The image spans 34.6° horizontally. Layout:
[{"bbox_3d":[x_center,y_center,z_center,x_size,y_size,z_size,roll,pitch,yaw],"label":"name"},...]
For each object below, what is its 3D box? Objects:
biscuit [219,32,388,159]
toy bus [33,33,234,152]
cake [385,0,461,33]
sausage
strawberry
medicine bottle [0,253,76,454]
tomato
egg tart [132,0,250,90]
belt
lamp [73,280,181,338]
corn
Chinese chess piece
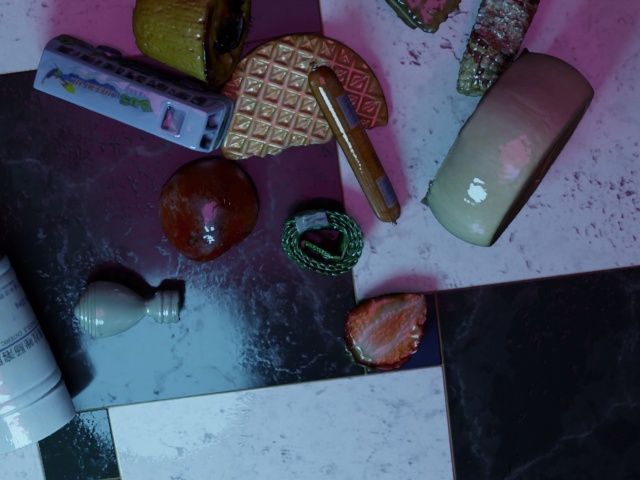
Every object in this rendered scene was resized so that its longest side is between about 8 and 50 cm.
[{"bbox_3d":[-0.044,-0.261,1.820,0.309,0.040,0.205,-12,104,2],"label":"biscuit"},{"bbox_3d":[-0.319,-0.249,1.764,0.329,0.136,0.109,21,105,0],"label":"toy bus"},{"bbox_3d":[0.157,-0.508,1.634,0.255,0.290,0.282,-43,102,10],"label":"cake"},{"bbox_3d":[0.063,-0.166,1.805,0.053,0.053,0.348,-26,117,5],"label":"sausage"},{"bbox_3d":[0.118,0.158,1.907,0.187,0.082,0.146,-42,106,2],"label":"strawberry"},{"bbox_3d":[-0.587,0.209,1.850,0.190,0.190,0.332,-20,103,4],"label":"medicine bottle"},{"bbox_3d":[-0.207,-0.049,1.839,0.189,0.099,0.173,-30,104,8],"label":"tomato"},{"bbox_3d":[-0.207,-0.368,1.719,0.170,0.215,0.215,13,104,12],"label":"egg tart"},{"bbox_3d":[0.000,0.000,1.870,0.151,0.079,0.121,12,93,-15],"label":"belt"},{"bbox_3d":[-0.353,0.126,1.885,0.193,0.106,0.106,0,104,-10],"label":"lamp"},{"bbox_3d":[0.312,-0.380,1.767,0.098,0.098,0.290,20,103,-6],"label":"corn"},{"bbox_3d":[0.311,-0.150,1.703,0.140,0.338,0.338,35,101,10],"label":"Chinese chess piece"}]
